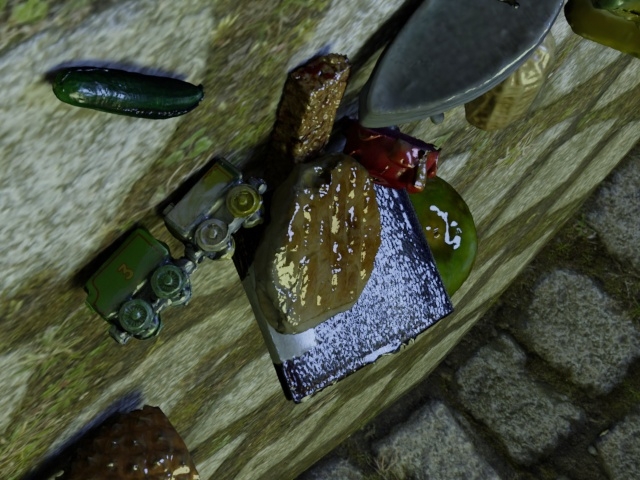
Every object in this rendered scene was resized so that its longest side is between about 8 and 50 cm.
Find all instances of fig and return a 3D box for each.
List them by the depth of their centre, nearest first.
[{"bbox_3d":[0.064,0.023,1.614,0.206,0.206,0.275,-31,-175,-41],"label":"fig"}]

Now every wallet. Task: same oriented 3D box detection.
[{"bbox_3d":[0.021,0.029,1.380,0.262,0.221,0.071,-27,-167,-40],"label":"wallet"}]

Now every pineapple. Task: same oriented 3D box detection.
[{"bbox_3d":[-0.313,0.345,1.555,0.340,0.169,0.169,-30,163,-18],"label":"pineapple"}]

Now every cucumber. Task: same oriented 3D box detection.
[{"bbox_3d":[-0.133,-0.104,0.903,0.033,0.036,0.184,-37,168,19],"label":"cucumber"}]

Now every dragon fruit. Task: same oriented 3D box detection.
[{"bbox_3d":[0.068,-0.086,1.335,0.112,0.126,0.068,12,104,-34],"label":"dragon fruit"}]

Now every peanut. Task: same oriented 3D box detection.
[{"bbox_3d":[0.234,-0.200,1.567,0.093,0.083,0.194,-51,172,-35],"label":"peanut"}]

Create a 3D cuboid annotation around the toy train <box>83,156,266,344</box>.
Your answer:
[{"bbox_3d":[-0.133,0.007,1.161,0.202,0.081,0.060,-48,169,-12],"label":"toy train"}]

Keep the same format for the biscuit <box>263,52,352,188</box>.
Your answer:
[{"bbox_3d":[-0.015,-0.113,1.223,0.064,0.034,0.199,-37,165,-25],"label":"biscuit"}]

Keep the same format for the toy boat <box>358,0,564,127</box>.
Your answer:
[{"bbox_3d":[0.170,-0.217,1.310,0.276,0.111,0.293,-38,178,22],"label":"toy boat"}]

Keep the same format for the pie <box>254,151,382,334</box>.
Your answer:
[{"bbox_3d":[0.000,0.000,1.260,0.195,0.046,0.195,-27,123,-52],"label":"pie"}]

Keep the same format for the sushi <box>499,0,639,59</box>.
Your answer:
[{"bbox_3d":[0.244,-0.291,0.891,0.328,0.285,0.328,-27,159,-46],"label":"sushi"}]
